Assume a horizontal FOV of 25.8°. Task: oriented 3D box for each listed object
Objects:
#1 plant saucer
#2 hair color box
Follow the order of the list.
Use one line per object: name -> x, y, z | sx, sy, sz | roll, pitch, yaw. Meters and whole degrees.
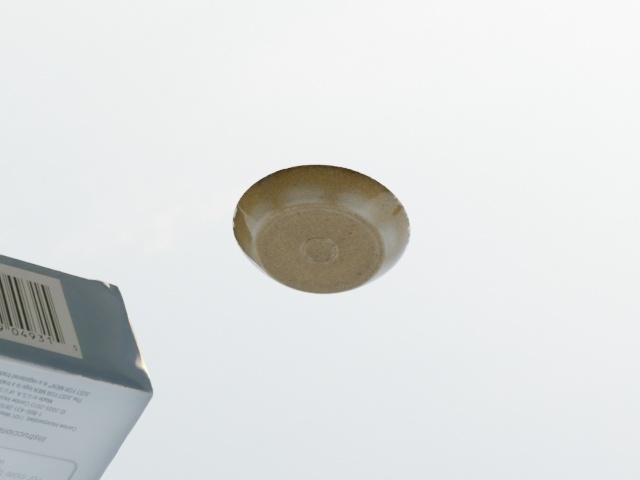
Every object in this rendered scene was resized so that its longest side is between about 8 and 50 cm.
plant saucer -> 0.000, 0.000, 0.647 | 0.083, 0.083, 0.015 | -11, -136, 15
hair color box -> -0.278, 0.177, 0.868 | 0.374, 0.185, 0.113 | -56, -145, 22
